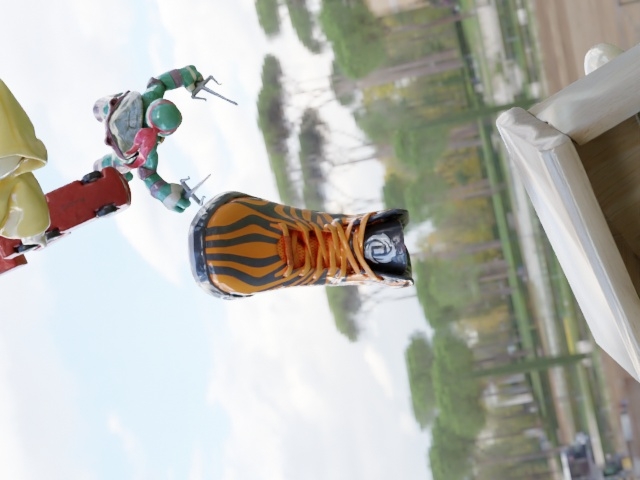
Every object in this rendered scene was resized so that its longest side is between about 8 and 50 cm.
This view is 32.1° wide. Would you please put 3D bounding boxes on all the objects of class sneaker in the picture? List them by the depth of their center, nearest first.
[{"bbox_3d":[0.000,0.000,1.257,0.321,0.180,0.124,-6,-87,-59],"label":"sneaker"}]

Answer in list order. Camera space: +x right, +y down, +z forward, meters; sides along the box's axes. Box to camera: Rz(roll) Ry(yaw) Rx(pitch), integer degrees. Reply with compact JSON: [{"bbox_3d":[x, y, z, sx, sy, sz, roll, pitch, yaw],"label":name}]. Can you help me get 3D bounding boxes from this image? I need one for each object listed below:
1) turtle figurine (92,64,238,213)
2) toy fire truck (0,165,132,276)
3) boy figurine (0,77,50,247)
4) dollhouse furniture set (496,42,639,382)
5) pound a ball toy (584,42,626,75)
[{"bbox_3d":[-0.192,-0.127,1.271,0.118,0.234,0.175,22,-103,-32],"label":"turtle figurine"},{"bbox_3d":[-0.281,-0.017,1.160,0.135,0.192,0.047,89,157,-89],"label":"toy fire truck"},{"bbox_3d":[-0.287,-0.012,0.884,0.177,0.285,0.092,-2,-128,-46],"label":"boy figurine"},{"bbox_3d":[0.292,0.001,0.488,0.362,0.256,0.394,59,178,-27],"label":"dollhouse furniture set"},{"bbox_3d":[0.389,-0.053,1.063,0.135,0.319,0.208,-91,10,-50],"label":"pound a ball toy"}]
